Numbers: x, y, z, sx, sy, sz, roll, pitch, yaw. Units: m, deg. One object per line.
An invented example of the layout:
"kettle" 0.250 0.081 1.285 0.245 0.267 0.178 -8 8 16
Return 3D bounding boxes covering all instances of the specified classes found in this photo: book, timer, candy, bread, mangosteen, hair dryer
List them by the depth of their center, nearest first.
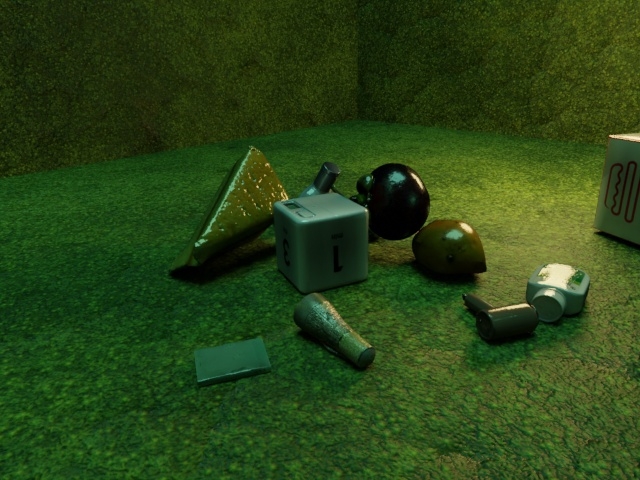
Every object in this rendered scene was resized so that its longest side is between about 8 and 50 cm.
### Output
"book" -0.170 0.230 0.939 0.135 0.017 0.103 -9 25 -15
"hair dryer" 0.363 0.149 1.052 0.117 0.063 0.182 -7 17 -16
"timer" 0.000 0.000 1.270 0.195 0.194 0.192 -12 24 -22
"mangosteen" 0.192 -0.099 1.352 0.216 0.215 0.216 -2 21 1
"bread" -0.297 -0.078 1.381 0.362 0.244 0.233 -30 -4 -44
"candy" 0.112 -0.088 1.446 0.091 0.083 0.305 50 9 36

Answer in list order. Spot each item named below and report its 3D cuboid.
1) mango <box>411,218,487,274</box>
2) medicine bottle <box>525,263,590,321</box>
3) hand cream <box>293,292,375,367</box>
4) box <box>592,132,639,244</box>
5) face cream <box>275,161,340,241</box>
"mango" 0.328 0.010 1.301 0.167 0.136 0.236 -8 13 3
"medicine bottle" 0.529 0.116 1.102 0.119 0.069 0.183 16 29 33
"hand cream" 0.034 0.183 0.976 0.084 0.083 0.203 -17 33 -34
"box" 1.026 -0.143 1.391 0.315 0.311 0.300 -7 20 -15
"face cream" -0.031 -0.097 1.413 0.071 0.291 0.144 42 37 14
